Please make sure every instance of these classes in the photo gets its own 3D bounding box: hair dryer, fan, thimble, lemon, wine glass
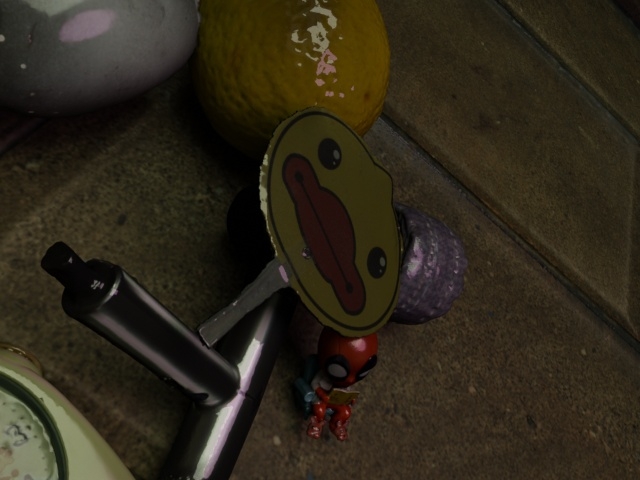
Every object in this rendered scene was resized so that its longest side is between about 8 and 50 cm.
[{"bbox_3d":[-0.074,0.053,0.500,0.156,0.284,0.320,15,52,12],"label":"hair dryer"},{"bbox_3d":[0.001,0.000,0.528,0.335,0.011,0.229,-42,111,-47],"label":"fan"},{"bbox_3d":[0.102,0.032,0.710,0.098,0.150,0.150,23,54,-29],"label":"thimble"},{"bbox_3d":[-0.038,-0.219,0.689,0.267,0.267,0.267,17,56,-27],"label":"lemon"},{"bbox_3d":[-0.280,-0.182,0.524,0.190,0.190,0.357,46,51,-4],"label":"wine glass"}]

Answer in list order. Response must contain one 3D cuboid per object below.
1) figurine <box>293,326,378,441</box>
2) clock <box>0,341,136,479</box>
[{"bbox_3d":[0.020,0.135,0.603,0.068,0.140,0.075,12,18,-25],"label":"figurine"},{"bbox_3d":[-0.283,0.177,0.390,0.235,0.096,0.308,-34,86,-41],"label":"clock"}]
